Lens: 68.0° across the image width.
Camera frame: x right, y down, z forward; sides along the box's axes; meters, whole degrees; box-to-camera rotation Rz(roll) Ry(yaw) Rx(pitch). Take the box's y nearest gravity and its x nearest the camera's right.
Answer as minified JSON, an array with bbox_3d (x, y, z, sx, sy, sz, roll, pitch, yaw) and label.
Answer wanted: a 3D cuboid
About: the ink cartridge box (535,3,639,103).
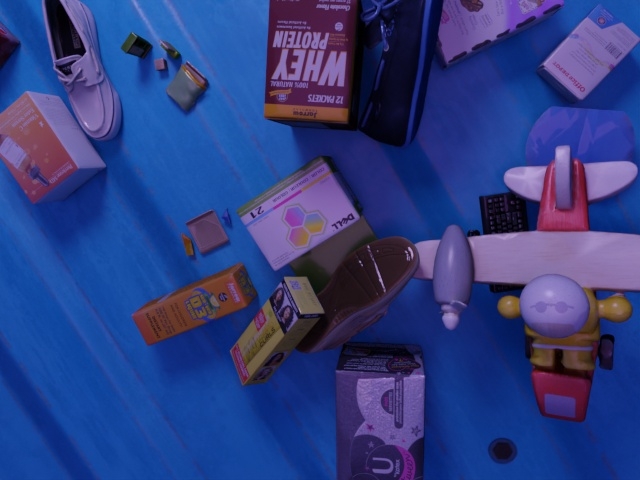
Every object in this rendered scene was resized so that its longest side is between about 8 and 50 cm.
[{"bbox_3d":[0.432,-0.300,0.775,0.088,0.052,0.122,42,102,0],"label":"ink cartridge box"}]

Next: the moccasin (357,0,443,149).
[{"bbox_3d":[0.114,-0.307,0.730,0.116,0.138,0.342,16,121,16],"label":"moccasin"}]

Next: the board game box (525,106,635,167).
[{"bbox_3d":[0.437,-0.157,0.812,0.168,0.033,0.133,7,107,10],"label":"board game box"}]

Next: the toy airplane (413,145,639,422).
[{"bbox_3d":[0.364,0.049,0.712,0.384,0.272,0.386,48,119,15],"label":"toy airplane"}]

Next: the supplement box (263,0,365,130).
[{"bbox_3d":[-0.002,-0.284,0.772,0.128,0.194,0.192,6,101,7],"label":"supplement box"}]

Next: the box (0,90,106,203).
[{"bbox_3d":[-0.535,-0.178,0.926,0.130,0.091,0.171,-33,93,13],"label":"box"}]

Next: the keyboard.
[{"bbox_3d":[0.325,0.006,0.862,0.108,0.023,0.180,-8,98,10],"label":"keyboard"}]

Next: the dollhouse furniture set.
[{"bbox_3d":[-0.288,-0.318,0.879,0.151,0.058,0.076,43,104,0],"label":"dollhouse furniture set"}]

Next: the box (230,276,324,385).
[{"bbox_3d":[-0.086,0.172,0.885,0.232,0.058,0.087,-53,50,33],"label":"box"}]

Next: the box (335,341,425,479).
[{"bbox_3d":[0.114,0.335,0.891,0.163,0.142,0.248,1,101,9],"label":"box"}]

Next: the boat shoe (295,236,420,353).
[{"bbox_3d":[0.071,0.106,0.861,0.302,0.098,0.109,-45,50,25],"label":"boat shoe"}]

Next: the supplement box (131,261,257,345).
[{"bbox_3d":[-0.249,0.127,0.944,0.233,0.080,0.078,-24,98,10],"label":"supplement box"}]

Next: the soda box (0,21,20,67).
[{"bbox_3d":[-0.720,-0.330,0.927,0.263,0.092,0.083,-43,90,13],"label":"soda box"}]

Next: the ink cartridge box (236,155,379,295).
[{"bbox_3d":[0.000,0.000,0.873,0.188,0.097,0.255,-32,94,12],"label":"ink cartridge box"}]

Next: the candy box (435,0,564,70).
[{"bbox_3d":[0.260,-0.403,0.774,0.196,0.070,0.165,-24,96,11],"label":"candy box"}]

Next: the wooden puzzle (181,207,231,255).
[{"bbox_3d":[-0.226,-0.017,0.948,0.116,0.014,0.079,-18,101,12],"label":"wooden puzzle"}]

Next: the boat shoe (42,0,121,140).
[{"bbox_3d":[-0.452,-0.322,0.889,0.096,0.088,0.268,-6,99,9],"label":"boat shoe"}]
